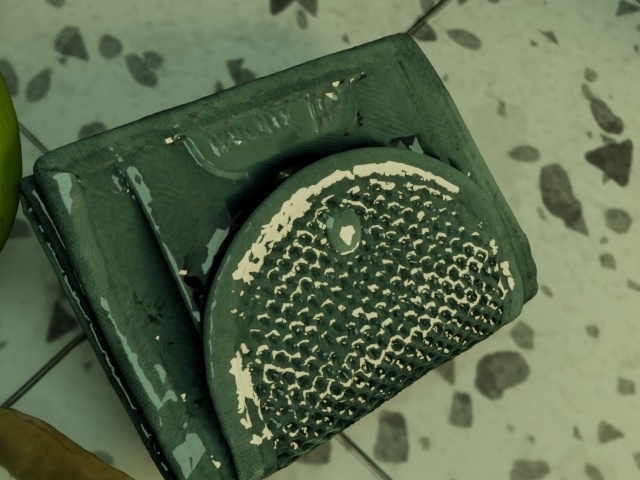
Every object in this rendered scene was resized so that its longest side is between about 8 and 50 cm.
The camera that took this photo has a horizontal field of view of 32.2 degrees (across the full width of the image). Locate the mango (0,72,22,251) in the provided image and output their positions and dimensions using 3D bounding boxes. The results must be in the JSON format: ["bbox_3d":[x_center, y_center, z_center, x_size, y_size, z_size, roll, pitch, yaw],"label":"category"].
[{"bbox_3d":[-0.318,-0.105,0.676,0.192,0.156,0.343,-38,86,-27],"label":"mango"}]

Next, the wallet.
[{"bbox_3d":[0.000,0.000,0.745,0.342,0.075,0.237,-26,90,-37],"label":"wallet"}]

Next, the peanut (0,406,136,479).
[{"bbox_3d":[-0.169,0.173,0.636,0.224,0.129,0.129,33,63,6],"label":"peanut"}]
